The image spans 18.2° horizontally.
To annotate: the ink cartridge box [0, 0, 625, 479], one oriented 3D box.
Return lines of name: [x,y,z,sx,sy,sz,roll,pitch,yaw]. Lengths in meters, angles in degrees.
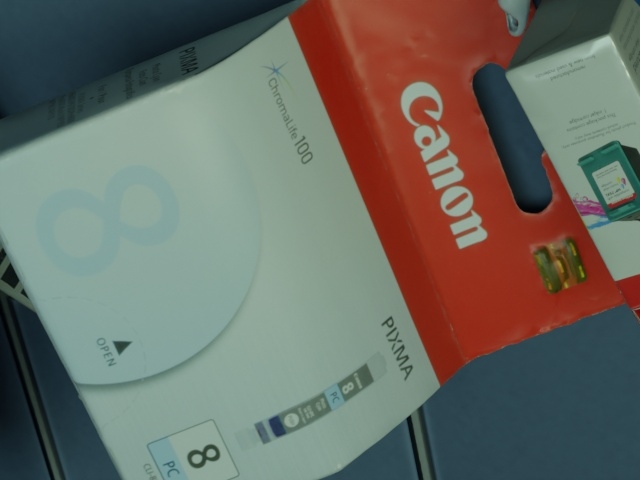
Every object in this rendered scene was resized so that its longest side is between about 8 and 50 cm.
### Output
ink cartridge box: [0.000,0.000,1.353,0.385,0.091,0.308,-21,113,4]

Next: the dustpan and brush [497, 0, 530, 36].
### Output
dustpan and brush: [0.114,-0.225,1.257,0.147,0.060,0.211,29,126,44]

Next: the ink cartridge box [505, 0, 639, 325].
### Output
ink cartridge box: [0.215,-0.052,1.297,0.078,0.134,0.231,-19,112,29]

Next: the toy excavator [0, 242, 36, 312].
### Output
toy excavator: [-0.289,-0.017,1.495,0.445,0.222,0.433,39,126,-23]

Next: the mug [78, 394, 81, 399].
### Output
mug: [-0.156,0.112,1.569,0.062,0.078,0.064,44,82,-3]
